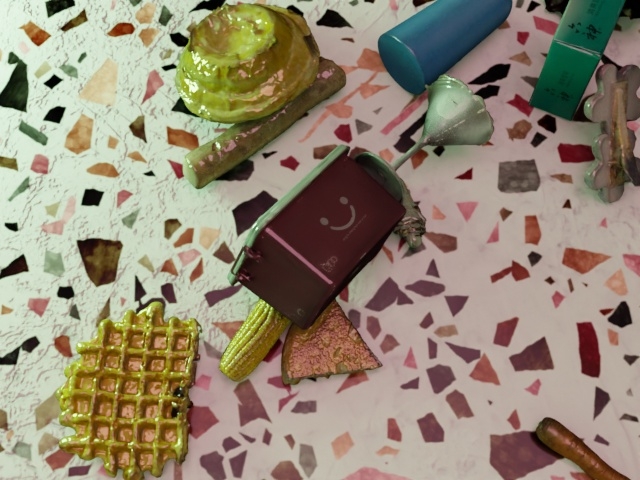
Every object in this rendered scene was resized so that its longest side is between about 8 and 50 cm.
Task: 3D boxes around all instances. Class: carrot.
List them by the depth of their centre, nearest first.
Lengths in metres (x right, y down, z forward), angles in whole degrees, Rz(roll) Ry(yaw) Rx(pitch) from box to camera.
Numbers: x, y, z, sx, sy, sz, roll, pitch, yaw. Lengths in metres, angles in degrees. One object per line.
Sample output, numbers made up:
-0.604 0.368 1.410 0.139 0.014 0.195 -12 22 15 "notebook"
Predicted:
0.448 0.367 1.686 0.191 0.047 0.047 36 75 9 "carrot"

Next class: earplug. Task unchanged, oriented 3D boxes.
0.252 -0.407 1.899 0.273 0.132 0.132 -38 76 -16 "earplug"

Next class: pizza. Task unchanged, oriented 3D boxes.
0.027 0.177 1.745 0.176 0.036 0.184 13 70 1 "pizza"

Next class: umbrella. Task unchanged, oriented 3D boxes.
0.151 -0.051 1.810 0.067 0.062 0.143 0 61 -35 "umbrella"

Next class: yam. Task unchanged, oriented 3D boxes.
-0.108 -0.219 1.851 0.357 0.081 0.081 -37 76 -14 "yam"

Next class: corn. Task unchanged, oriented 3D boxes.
-0.103 0.155 1.731 0.072 0.072 0.203 34 75 9 "corn"

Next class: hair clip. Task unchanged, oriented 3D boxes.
0.534 -0.192 1.801 0.146 0.075 0.257 -14 103 -26 "hair clip"

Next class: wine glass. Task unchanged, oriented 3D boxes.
0.179 -0.170 1.774 0.232 0.156 0.156 -40 77 -23 "wine glass"

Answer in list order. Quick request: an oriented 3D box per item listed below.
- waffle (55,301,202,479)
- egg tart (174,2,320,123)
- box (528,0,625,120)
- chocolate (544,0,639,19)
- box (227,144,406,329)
-0.307 0.262 1.697 0.309 0.065 0.283 -41 75 -10 "waffle"
-0.142 -0.345 1.835 0.290 0.115 0.290 -6 56 8 "egg tart"
0.465 -0.345 1.816 0.092 0.245 0.153 24 72 10 "box"
0.525 -0.498 1.944 0.177 0.206 0.224 -24 54 37 "chocolate"
0.000 0.000 1.688 0.167 0.193 0.294 41 52 5 "box"
